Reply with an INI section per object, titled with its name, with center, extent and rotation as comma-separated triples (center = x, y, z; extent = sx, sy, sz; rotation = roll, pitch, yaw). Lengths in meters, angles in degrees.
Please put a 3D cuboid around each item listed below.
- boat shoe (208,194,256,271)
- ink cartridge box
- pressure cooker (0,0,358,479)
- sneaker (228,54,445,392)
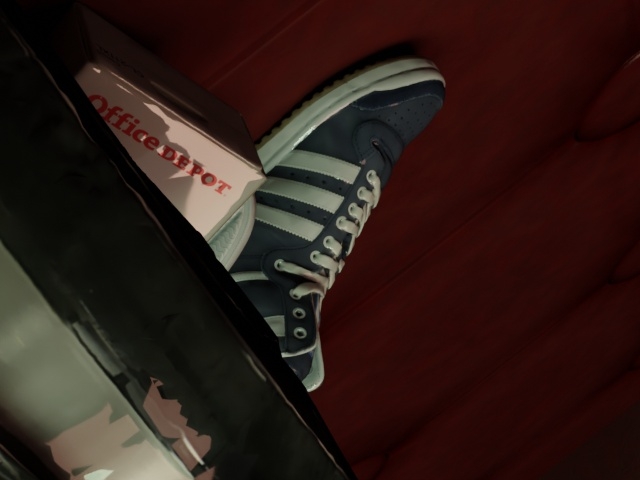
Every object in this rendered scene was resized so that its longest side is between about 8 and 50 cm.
[boat shoe]
center = -0.170, 0.042, 0.963
extent = 0.302, 0.109, 0.094
rotation = -36, -179, 6
[ink cartridge box]
center = -0.135, -0.024, 0.828
extent = 0.127, 0.072, 0.175
rotation = 33, 111, -33
[pressure cooker]
center = -0.237, 0.090, 0.579
extent = 0.420, 0.370, 0.375
rotation = -35, 162, -3
[sneaker]
center = 0.000, 0.000, 1.032
extent = 0.282, 0.153, 0.099
rotation = -34, 158, -8
